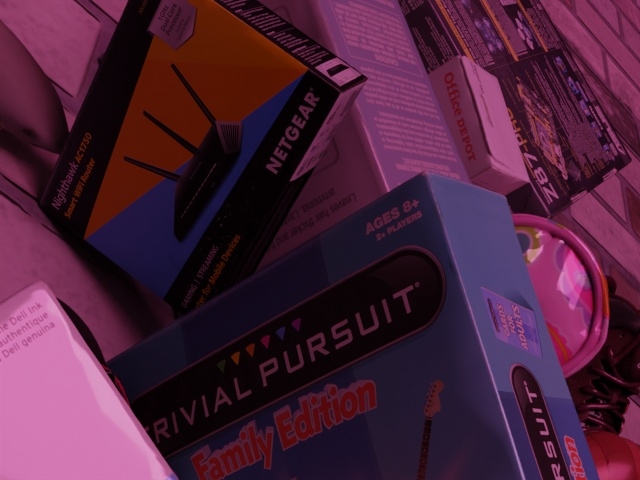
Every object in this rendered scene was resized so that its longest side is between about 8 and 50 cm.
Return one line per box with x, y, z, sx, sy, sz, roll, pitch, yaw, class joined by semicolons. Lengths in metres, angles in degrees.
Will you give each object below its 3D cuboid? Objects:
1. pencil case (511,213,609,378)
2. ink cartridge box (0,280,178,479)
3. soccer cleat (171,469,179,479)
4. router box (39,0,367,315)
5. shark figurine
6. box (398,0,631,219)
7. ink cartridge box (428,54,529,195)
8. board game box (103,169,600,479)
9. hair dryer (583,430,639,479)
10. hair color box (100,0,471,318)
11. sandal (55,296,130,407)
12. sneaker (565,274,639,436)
0.146;0.049;0.881;0.124;0.124;0.284;63;4;5;pencil case
-0.194;0.072;0.441;0.188;0.097;0.255;-35;95;-31;ink cartridge box
-0.097;0.189;0.538;0.068;0.076;0.196;44;45;-25;soccer cleat
-0.073;-0.056;0.665;0.133;0.179;0.046;36;29;9;router box
-0.241;-0.130;0.591;0.278;0.116;0.166;-7;69;-58;shark figurine
0.172;-0.209;1.243;0.395;0.097;0.318;61;30;1;box
0.088;-0.067;0.958;0.063;0.150;0.109;18;51;-47;ink cartridge box
0.022;0.173;0.575;0.079;0.253;0.336;13;54;-49;board game box
0.201;0.257;0.868;0.293;0.080;0.224;33;71;-13;hair dryer
0.000;0.000;0.747;0.113;0.185;0.375;5;61;-52;hair color box
-0.124;0.109;0.622;0.067;0.040;0.179;6;60;-51;sandal
0.238;0.145;0.983;0.106;0.162;0.281;30;42;-39;sneaker
